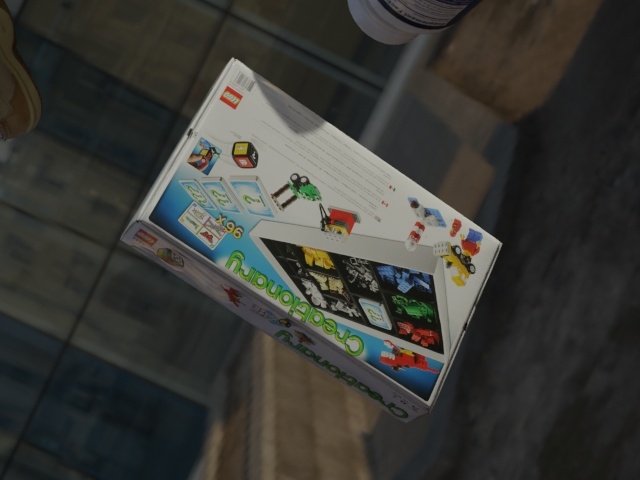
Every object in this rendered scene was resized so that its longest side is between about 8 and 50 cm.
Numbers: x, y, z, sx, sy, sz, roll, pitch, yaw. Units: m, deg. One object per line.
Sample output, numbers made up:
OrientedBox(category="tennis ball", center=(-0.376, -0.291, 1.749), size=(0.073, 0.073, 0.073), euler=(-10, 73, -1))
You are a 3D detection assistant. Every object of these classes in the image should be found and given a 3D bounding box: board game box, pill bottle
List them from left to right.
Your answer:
OrientedBox(category="board game box", center=(0.000, 0.000, 1.230), size=(0.053, 0.305, 0.193), euler=(-37, 22, 57))
OrientedBox(category="pill bottle", center=(0.086, -0.209, 1.024), size=(0.169, 0.094, 0.094), euler=(-34, 30, 61))

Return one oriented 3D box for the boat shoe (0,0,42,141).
OrientedBox(category="boat shoe", center=(-0.158, -0.077, 0.615), size=(0.045, 0.050, 0.135), euler=(-42, -15, -15))
